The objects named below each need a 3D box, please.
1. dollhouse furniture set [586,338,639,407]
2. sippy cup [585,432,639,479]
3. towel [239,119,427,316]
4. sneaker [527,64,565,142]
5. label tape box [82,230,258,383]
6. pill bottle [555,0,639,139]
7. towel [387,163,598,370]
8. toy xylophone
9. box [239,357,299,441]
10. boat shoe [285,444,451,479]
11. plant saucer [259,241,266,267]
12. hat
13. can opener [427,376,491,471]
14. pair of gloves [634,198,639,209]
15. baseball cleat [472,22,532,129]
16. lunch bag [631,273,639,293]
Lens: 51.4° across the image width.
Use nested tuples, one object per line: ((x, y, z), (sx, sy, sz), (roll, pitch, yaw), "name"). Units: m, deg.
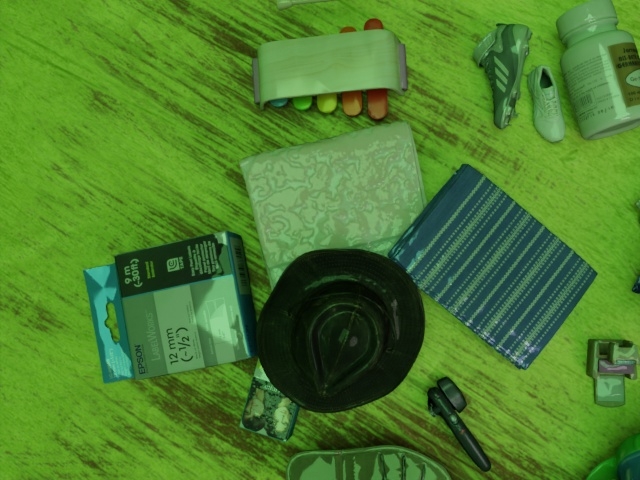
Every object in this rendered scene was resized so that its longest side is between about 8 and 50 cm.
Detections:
((0.616, 0.270, 1.074), (0.286, 0.303, 0.198), (0, 85, 8), "dollhouse furniture set")
((0.592, 0.457, 1.058), (0.240, 0.305, 0.224), (31, 49, -8), "sippy cup")
((0.040, -0.042, 1.258), (0.331, 0.053, 0.317), (-13, 88, -2), "towel")
((0.429, -0.260, 1.261), (0.053, 0.061, 0.152), (-15, 85, 5), "sneaker")
((-0.311, 0.140, 1.318), (0.347, 0.115, 0.249), (-12, 84, 6), "label tape box")
((0.513, -0.312, 1.215), (0.131, 0.131, 0.229), (-15, 84, 7), "pill bottle")
((0.318, 0.048, 1.232), (0.336, 0.040, 0.243), (39, 85, -4), "towel")
((0.015, -0.365, 1.318), (0.322, 0.081, 0.236), (4, 87, 9), "toy xylophone")
((-0.075, 0.257, 1.300), (0.100, 0.060, 0.245), (15, 88, 9), "box")
((0.092, 0.436, 1.242), (0.302, 0.103, 0.113), (5, 74, 10), "boat shoe")
((0.000, 0.000, 1.318), (0.240, 0.037, 0.241), (0, 87, 8), "plant saucer")
((0.036, 0.184, 1.169), (0.331, 0.134, 0.332), (0, 106, 0), "hat")
((0.261, 0.350, 1.244), (0.073, 0.059, 0.186), (-31, 82, 5), "can opener")
((0.714, -0.053, 1.211), (0.240, 0.042, 0.204), (-37, 88, 11), "pair of gloves")
((0.341, -0.317, 1.283), (0.109, 0.072, 0.206), (13, 83, 23), "baseball cleat")
((0.718, -0.002, 1.145), (0.220, 0.138, 0.293), (23, 87, 9), "lunch bag")
